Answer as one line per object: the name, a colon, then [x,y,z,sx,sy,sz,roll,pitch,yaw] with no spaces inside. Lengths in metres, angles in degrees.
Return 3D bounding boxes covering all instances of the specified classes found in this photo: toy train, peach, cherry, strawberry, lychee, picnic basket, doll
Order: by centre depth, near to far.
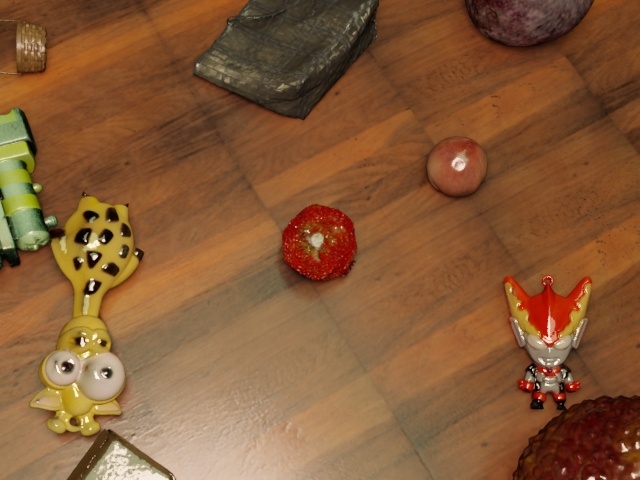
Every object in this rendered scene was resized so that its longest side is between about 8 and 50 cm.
lychee: [0.339,0.290,1.034,0.261,0.260,0.260,2,70,-6]
doll: [-0.275,0.083,1.112,0.117,0.086,0.291,12,68,-21]
toy train: [-0.399,-0.059,1.152,0.132,0.083,0.200,-18,74,-16]
strawberry: [-0.001,0.000,1.172,0.106,0.106,0.106,2,70,-6]
doll: [0.286,0.127,1.184,0.109,0.057,0.169,0,82,11]
picnic basket: [-0.399,-0.252,1.227,0.083,0.072,0.072,0,70,-17]
peach: [0.180,-0.098,1.242,0.083,0.083,0.083,2,70,-6]
cherry: [0.296,-0.362,1.303,0.195,0.195,0.195,2,70,-6]

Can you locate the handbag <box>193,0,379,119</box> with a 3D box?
handbag: [-0.035,-0.287,1.288,0.175,0.088,0.270,33,69,14]

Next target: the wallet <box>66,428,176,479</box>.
wallet: [-0.257,0.321,1.055,0.110,0.031,0.198,34,70,5]
